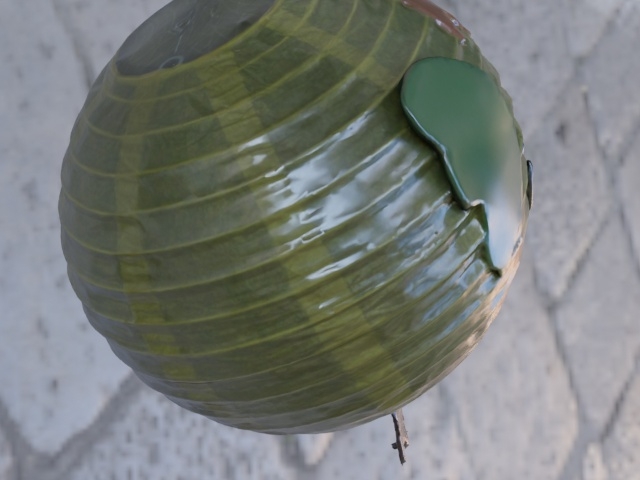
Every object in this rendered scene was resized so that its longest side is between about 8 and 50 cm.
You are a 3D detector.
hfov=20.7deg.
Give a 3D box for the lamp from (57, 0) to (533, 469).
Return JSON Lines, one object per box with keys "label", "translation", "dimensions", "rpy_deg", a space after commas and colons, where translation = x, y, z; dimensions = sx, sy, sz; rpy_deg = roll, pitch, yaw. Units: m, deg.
{"label": "lamp", "translation": [0.000, 0.000, 0.908], "dimensions": [0.284, 0.250, 0.250], "rpy_deg": [62, 37, -25]}
